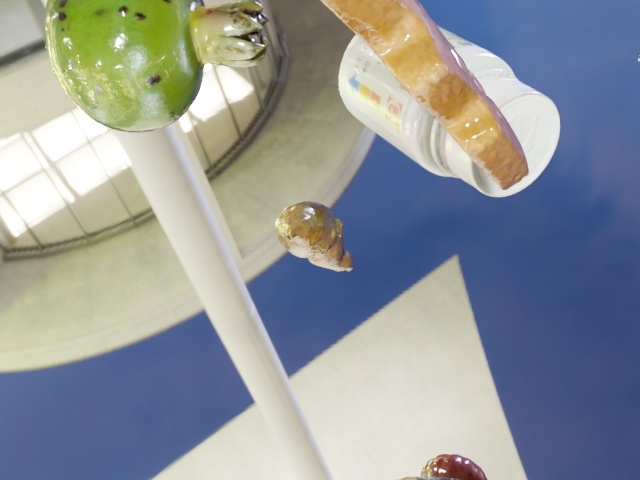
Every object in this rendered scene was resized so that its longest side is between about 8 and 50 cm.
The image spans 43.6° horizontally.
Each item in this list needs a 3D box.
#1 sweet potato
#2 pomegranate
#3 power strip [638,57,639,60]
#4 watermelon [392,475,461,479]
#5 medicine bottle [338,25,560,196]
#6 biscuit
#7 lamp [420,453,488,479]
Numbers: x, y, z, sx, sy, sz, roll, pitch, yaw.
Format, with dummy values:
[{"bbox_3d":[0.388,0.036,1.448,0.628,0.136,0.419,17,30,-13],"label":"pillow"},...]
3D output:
[{"bbox_3d":[-0.002,-0.006,0.899,0.068,0.226,0.068,-4,-103,17],"label":"sweet potato"},{"bbox_3d":[-0.177,-0.218,0.860,0.248,0.202,0.202,-2,-131,7],"label":"pomegranate"},{"bbox_3d":[0.597,-0.335,1.404,0.083,0.017,0.027,-22,-172,39],"label":"power strip"},{"bbox_3d":[0.133,0.386,0.884,0.226,0.318,0.148,23,-124,-1],"label":"watermelon"},{"bbox_3d":[0.161,-0.181,1.052,0.170,0.170,0.293,-31,-138,-12],"label":"medicine bottle"},{"bbox_3d":[0.050,-0.148,0.540,0.043,0.306,0.284,-41,-157,14],"label":"biscuit"},{"bbox_3d":[0.189,0.347,1.130,0.101,0.101,0.090,10,-142,24],"label":"lamp"}]
